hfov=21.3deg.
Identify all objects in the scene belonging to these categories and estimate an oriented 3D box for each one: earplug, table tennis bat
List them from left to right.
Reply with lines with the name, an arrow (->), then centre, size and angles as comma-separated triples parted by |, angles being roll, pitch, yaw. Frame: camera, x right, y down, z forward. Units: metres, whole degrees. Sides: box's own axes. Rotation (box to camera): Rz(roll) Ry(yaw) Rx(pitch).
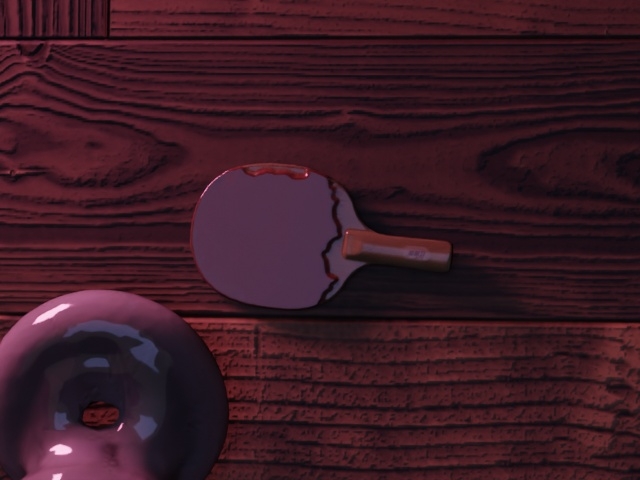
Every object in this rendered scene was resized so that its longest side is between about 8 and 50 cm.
earplug -> -0.190, 0.205, 1.440 | 0.214, 0.175, 0.325 | 3, 77, 3
table tennis bat -> 0.000, 0.000, 1.509 | 0.235, 0.022, 0.131 | 6, 88, 7
